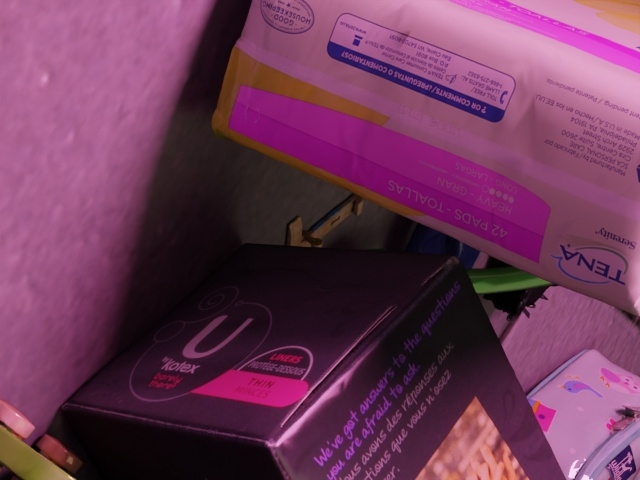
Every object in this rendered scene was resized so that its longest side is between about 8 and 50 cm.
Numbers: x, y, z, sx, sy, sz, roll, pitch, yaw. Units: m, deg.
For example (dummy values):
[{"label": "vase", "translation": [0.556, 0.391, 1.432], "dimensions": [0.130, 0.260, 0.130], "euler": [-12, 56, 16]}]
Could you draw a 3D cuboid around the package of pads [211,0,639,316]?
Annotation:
[{"label": "package of pads", "translation": [0.113, -0.065, 0.888], "dimensions": [0.296, 0.229, 0.101], "euler": [-12, 122, -58]}]

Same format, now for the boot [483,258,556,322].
[{"label": "boot", "translation": [0.162, -0.006, 1.286], "dimensions": [0.099, 0.045, 0.121], "euler": [-18, 135, -51]}]

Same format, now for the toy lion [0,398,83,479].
[{"label": "toy lion", "translation": [-0.108, 0.119, 0.840], "dimensions": [0.034, 0.096, 0.100], "euler": [-54, 155, -10]}]

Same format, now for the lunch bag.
[{"label": "lunch bag", "translation": [0.195, 0.234, 1.552], "dimensions": [0.224, 0.108, 0.279], "euler": [-24, 139, -52]}]

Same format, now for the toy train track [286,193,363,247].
[{"label": "toy train track", "translation": [0.000, 0.000, 1.010], "dimensions": [0.083, 0.014, 0.048], "euler": [-41, 151, -36]}]

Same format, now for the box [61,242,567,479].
[{"label": "box", "translation": [0.024, 0.151, 0.908], "dimensions": [0.143, 0.165, 0.270], "euler": [-42, 117, -32]}]

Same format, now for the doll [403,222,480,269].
[{"label": "doll", "translation": [0.058, 0.043, 1.135], "dimensions": [0.129, 0.046, 0.189], "euler": [-12, 130, -46]}]

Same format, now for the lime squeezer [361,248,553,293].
[{"label": "lime squeezer", "translation": [0.016, 0.075, 1.050], "dimensions": [0.310, 0.059, 0.110], "euler": [-42, 128, -16]}]
